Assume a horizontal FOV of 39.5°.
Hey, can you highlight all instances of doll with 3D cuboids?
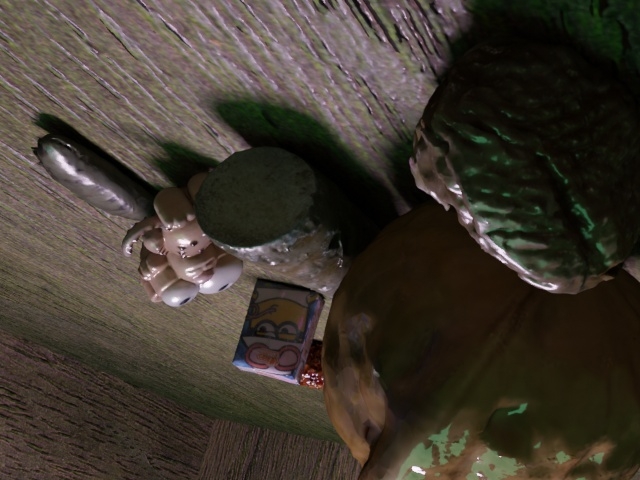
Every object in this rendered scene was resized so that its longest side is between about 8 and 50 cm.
[{"bbox_3d":[-0.178,0.002,1.176,0.119,0.154,0.278,58,169,15],"label":"doll"}]

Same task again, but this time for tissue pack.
[{"bbox_3d":[-0.070,0.153,1.505,0.115,0.155,0.065,11,161,16],"label":"tissue pack"}]

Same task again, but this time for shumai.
[{"bbox_3d":[0.148,-0.057,0.712,0.206,0.166,0.175,48,161,-15],"label":"shumai"}]

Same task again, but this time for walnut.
[{"bbox_3d":[0.175,0.144,0.947,0.383,0.383,0.383,14,162,5],"label":"walnut"}]

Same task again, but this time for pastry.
[{"bbox_3d":[0.009,0.272,1.888,0.208,0.097,0.115,14,151,-2],"label":"pastry"}]

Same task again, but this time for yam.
[{"bbox_3d":[0.000,0.000,1.036,0.133,0.133,0.330,3,162,32],"label":"yam"}]

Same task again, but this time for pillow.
[{"bbox_3d":[-0.297,-0.077,1.169,0.093,0.051,0.241,4,162,31],"label":"pillow"}]
